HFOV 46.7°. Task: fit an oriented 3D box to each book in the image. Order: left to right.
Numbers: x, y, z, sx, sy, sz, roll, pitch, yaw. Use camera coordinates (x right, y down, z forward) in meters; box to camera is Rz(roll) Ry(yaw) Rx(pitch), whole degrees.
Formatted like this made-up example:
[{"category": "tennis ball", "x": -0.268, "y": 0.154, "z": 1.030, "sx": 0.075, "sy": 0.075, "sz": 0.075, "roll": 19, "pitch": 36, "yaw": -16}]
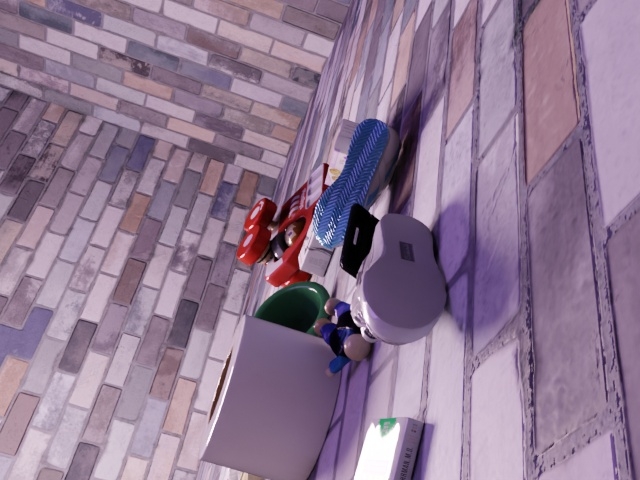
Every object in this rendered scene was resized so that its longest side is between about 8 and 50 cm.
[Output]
[{"category": "book", "x": 0.062, "y": 0.254, "z": 0.753, "sx": 0.096, "sy": 0.035, "sz": 0.144, "roll": 139, "pitch": 150, "yaw": -67}]

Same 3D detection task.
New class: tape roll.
[{"category": "tape roll", "x": -0.085, "y": 0.261, "z": 1.216, "sx": 0.246, "sy": 0.169, "sz": 0.246, "roll": -162, "pitch": 90, "yaw": -81}]

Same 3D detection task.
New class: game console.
[{"category": "game console", "x": 0.056, "y": 0.023, "z": 1.165, "sx": 0.071, "sy": 0.107, "sz": 0.122, "roll": -22, "pitch": 44, "yaw": 41}]

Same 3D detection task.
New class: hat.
[{"category": "hat", "x": -0.030, "y": 0.207, "z": 1.484, "sx": 0.209, "sy": 0.183, "sz": 0.173, "roll": -22, "pitch": 40, "yaw": 20}]

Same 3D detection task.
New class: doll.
[{"category": "doll", "x": 0.037, "y": 0.142, "z": 1.100, "sx": 0.129, "sy": 0.046, "sz": 0.189, "roll": -62, "pitch": 15, "yaw": 0}]

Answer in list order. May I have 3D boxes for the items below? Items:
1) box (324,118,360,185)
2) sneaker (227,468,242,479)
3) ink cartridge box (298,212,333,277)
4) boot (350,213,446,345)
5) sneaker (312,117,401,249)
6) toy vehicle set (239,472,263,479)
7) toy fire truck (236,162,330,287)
[{"category": "box", "x": 0.053, "y": -0.158, "z": 1.453, "sx": 0.324, "sy": 0.067, "sz": 0.063, "roll": 117, "pitch": 171, "yaw": -83}, {"category": "sneaker", "x": -0.186, "y": 0.571, "z": 1.665, "sx": 0.065, "sy": 0.061, "sz": 0.157, "roll": 53, "pitch": -128, "yaw": -67}, {"category": "ink cartridge box", "x": 0.000, "y": 0.000, "z": 1.623, "sx": 0.099, "sy": 0.056, "sz": 0.135, "roll": -107, "pitch": 37, "yaw": -75}, {"category": "boot", "x": 0.082, "y": 0.074, "z": 0.857, "sx": 0.258, "sy": 0.095, "sz": 0.123, "roll": -69, "pitch": -5, "yaw": -63}, {"category": "sneaker", "x": 0.068, "y": -0.086, "z": 1.240, "sx": 0.092, "sy": 0.087, "sz": 0.228, "roll": 12, "pitch": -72, "yaw": -60}, {"category": "toy vehicle set", "x": -0.176, "y": 0.602, "z": 1.530, "sx": 0.166, "sy": 0.035, "sz": 0.266, "roll": -107, "pitch": 37, "yaw": -76}, {"category": "toy fire truck", "x": -0.057, "y": -0.037, "z": 1.803, "sx": 0.254, "sy": 0.169, "sz": 0.302, "roll": -46, "pitch": 21, "yaw": 28}]
